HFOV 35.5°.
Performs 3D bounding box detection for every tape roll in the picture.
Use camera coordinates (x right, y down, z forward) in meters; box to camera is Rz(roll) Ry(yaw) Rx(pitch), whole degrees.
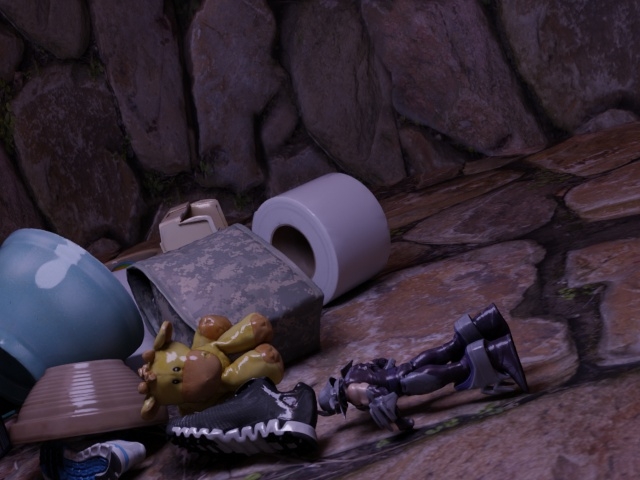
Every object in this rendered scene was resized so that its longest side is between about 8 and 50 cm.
[{"bbox_3d":[0.000,0.000,2.059,0.246,0.246,0.169,-7,16,47],"label":"tape roll"}]

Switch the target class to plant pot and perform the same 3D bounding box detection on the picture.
[{"bbox_3d":[-0.471,0.154,1.666,0.293,0.293,0.196,-8,35,42],"label":"plant pot"},{"bbox_3d":[-0.355,0.244,1.532,0.237,0.109,0.237,-7,-10,-1],"label":"plant pot"}]

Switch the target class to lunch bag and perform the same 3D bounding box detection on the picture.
[{"bbox_3d":[-0.171,0.103,1.732,0.235,0.169,0.287,-23,48,-28],"label":"lunch bag"}]

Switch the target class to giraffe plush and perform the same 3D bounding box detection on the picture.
[{"bbox_3d":[-0.177,0.187,1.429,0.210,0.181,0.170,-22,-19,19],"label":"giraffe plush"}]

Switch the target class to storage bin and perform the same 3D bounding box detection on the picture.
[{"bbox_3d":[-0.244,0.049,2.180,0.123,0.260,0.262,-21,10,1],"label":"storage bin"}]

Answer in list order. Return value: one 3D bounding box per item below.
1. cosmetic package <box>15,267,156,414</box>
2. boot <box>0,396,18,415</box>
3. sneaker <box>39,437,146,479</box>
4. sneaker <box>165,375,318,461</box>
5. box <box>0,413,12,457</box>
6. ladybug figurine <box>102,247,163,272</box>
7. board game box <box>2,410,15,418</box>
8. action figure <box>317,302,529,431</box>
[{"bbox_3d":[-0.401,0.176,1.938,0.377,0.097,0.284,-15,37,12],"label":"cosmetic package"},{"bbox_3d":[-0.648,0.253,1.762,0.207,0.246,0.094,-37,36,26],"label":"boot"},{"bbox_3d":[-0.331,0.321,1.460,0.191,0.071,0.083,-7,1,35],"label":"sneaker"},{"bbox_3d":[-0.100,0.236,1.348,0.234,0.078,0.106,-8,51,28],"label":"sneaker"},{"bbox_3d":[-0.629,0.353,1.671,0.156,0.093,0.158,-15,9,11],"label":"box"},{"bbox_3d":[-0.445,0.135,2.318,0.305,0.162,0.449,-18,11,6],"label":"ladybug figurine"},{"bbox_3d":[-0.706,0.340,1.996,0.160,0.047,0.210,-25,12,-36],"label":"board game box"},{"bbox_3d":[0.121,0.184,1.321,0.285,0.099,0.185,-20,17,10],"label":"action figure"}]
